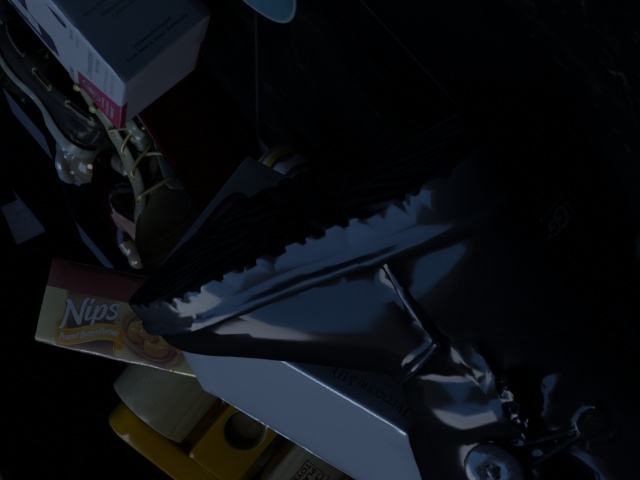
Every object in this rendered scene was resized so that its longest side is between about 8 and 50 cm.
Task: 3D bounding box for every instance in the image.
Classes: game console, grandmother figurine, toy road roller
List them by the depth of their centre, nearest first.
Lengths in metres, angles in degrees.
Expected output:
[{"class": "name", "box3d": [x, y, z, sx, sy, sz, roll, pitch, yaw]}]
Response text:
[{"class": "game console", "box3d": [-0.141, -0.114, 1.634, 0.144, 0.085, 0.124, 58, 166, -27]}, {"class": "toy road roller", "box3d": [-0.097, 0.213, 2.077, 0.329, 0.202, 0.240, 39, -175, -14]}, {"class": "grandmother figurine", "box3d": [-0.255, -0.047, 2.236, 0.342, 0.104, 0.208, 47, 140, 33]}]

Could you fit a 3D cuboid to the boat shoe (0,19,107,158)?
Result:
[{"class": "boat shoe", "box3d": [-0.351, -0.213, 2.158, 0.228, 0.069, 0.081, 52, -152, 17]}]

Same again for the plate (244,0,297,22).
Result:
[{"class": "plate", "box3d": [-0.070, -0.238, 1.171, 0.188, 0.024, 0.188, 49, 168, 14]}]

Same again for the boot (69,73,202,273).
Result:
[{"class": "boot", "box3d": [-0.181, -0.097, 1.673, 0.203, 0.095, 0.262, 60, -164, -22]}]

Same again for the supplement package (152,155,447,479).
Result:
[{"class": "supplement package", "box3d": [0.019, 0.086, 1.358, 0.262, 0.145, 0.204, 27, 158, 25]}]

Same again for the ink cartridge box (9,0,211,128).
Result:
[{"class": "ink cartridge box", "box3d": [-0.209, -0.229, 1.384, 0.237, 0.100, 0.172, 49, 168, 1]}]

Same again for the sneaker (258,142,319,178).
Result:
[{"class": "sneaker", "box3d": [0.000, 0.000, 1.495, 0.084, 0.069, 0.185, 44, 168, 51]}]

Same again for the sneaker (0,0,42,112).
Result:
[{"class": "sneaker", "box3d": [-0.442, -0.229, 2.291, 0.087, 0.130, 0.227, 40, 165, 49]}]

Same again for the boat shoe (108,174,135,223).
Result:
[{"class": "boat shoe", "box3d": [-0.179, -0.032, 1.988, 0.103, 0.092, 0.285, 57, 167, -29]}]

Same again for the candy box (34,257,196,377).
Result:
[{"class": "candy box", "box3d": [-0.130, 0.089, 1.652, 0.183, 0.087, 0.316, 11, 177, 19]}]

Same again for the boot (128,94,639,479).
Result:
[{"class": "boot", "box3d": [0.107, 0.155, 1.115, 0.367, 0.146, 0.445, -18, 113, 47]}]
